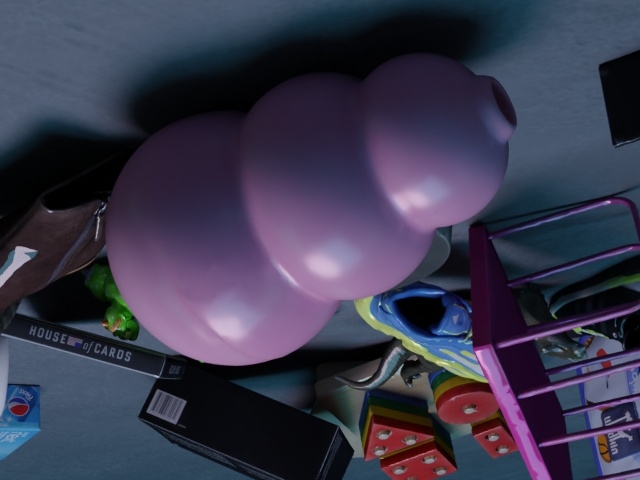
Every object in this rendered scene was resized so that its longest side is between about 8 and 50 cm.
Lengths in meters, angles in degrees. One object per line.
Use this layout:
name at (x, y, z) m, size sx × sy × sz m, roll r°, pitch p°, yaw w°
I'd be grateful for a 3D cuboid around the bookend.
bookend at (0.331, -0.109, 0.973) m, size 0.157 × 0.072 × 0.156 m, roll -18°, pitch 156°, yaw 30°

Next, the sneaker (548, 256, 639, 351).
sneaker at (0.357, 0.097, 1.487) m, size 0.084 × 0.097 × 0.235 m, roll 3°, pitch 158°, yaw -20°

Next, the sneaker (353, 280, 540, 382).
sneaker at (0.153, 0.106, 1.351) m, size 0.240 × 0.091 × 0.126 m, roll 21°, pitch 180°, yaw -13°

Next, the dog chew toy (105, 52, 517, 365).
dog chew toy at (-0.004, -0.035, 0.930) m, size 0.332 × 0.207 × 0.206 m, roll -26°, pitch 152°, yaw 26°

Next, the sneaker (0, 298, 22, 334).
sneaker at (-0.490, 0.065, 1.139) m, size 0.410 × 0.158 × 0.182 m, roll -17°, pitch -157°, yaw -23°

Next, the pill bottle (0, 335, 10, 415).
pill bottle at (-0.470, 0.128, 1.307) m, size 0.245 × 0.136 × 0.136 m, roll 4°, pitch 158°, yaw -22°

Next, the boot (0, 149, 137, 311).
boot at (-0.277, 0.009, 1.028) m, size 0.248 × 0.090 × 0.207 m, roll -29°, pitch 172°, yaw -41°

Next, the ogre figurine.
ogre figurine at (-0.174, 0.064, 1.271) m, size 0.118 × 0.197 × 0.097 m, roll 31°, pitch 95°, yaw -42°

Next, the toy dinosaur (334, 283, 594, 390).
toy dinosaur at (0.172, 0.118, 1.519) m, size 0.313 × 0.121 × 0.160 m, roll -2°, pitch 148°, yaw 3°

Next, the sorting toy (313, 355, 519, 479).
sorting toy at (0.162, 0.250, 1.720) m, size 0.257 × 0.089 × 0.255 m, roll -22°, pitch 141°, yaw 16°

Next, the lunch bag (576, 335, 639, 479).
lunch bag at (0.493, 0.269, 1.660) m, size 0.239 × 0.328 × 0.385 m, roll -12°, pitch 160°, yaw 14°

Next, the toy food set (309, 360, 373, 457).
toy food set at (0.068, 0.260, 1.887) m, size 0.219 × 0.092 × 0.306 m, roll 0°, pitch 150°, yaw -14°

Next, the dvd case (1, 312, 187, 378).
dvd case at (-0.247, 0.119, 1.342) m, size 0.179 × 0.030 × 0.239 m, roll 15°, pitch 174°, yaw 1°

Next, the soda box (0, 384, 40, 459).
soda box at (-0.476, 0.271, 1.780) m, size 0.071 × 0.067 × 0.210 m, roll 6°, pitch 156°, yaw -28°

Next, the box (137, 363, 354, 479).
box at (-0.098, 0.271, 1.679) m, size 0.261 × 0.103 × 0.184 m, roll 20°, pitch 162°, yaw 14°

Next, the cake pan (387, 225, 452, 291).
cake pan at (0.000, 0.000, 1.205) m, size 0.293 × 0.054 × 0.293 m, roll -4°, pitch 159°, yaw -2°

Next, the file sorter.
file sorter at (0.286, 0.130, 1.245) m, size 0.182 × 0.202 × 0.291 m, roll -17°, pitch 121°, yaw 17°
